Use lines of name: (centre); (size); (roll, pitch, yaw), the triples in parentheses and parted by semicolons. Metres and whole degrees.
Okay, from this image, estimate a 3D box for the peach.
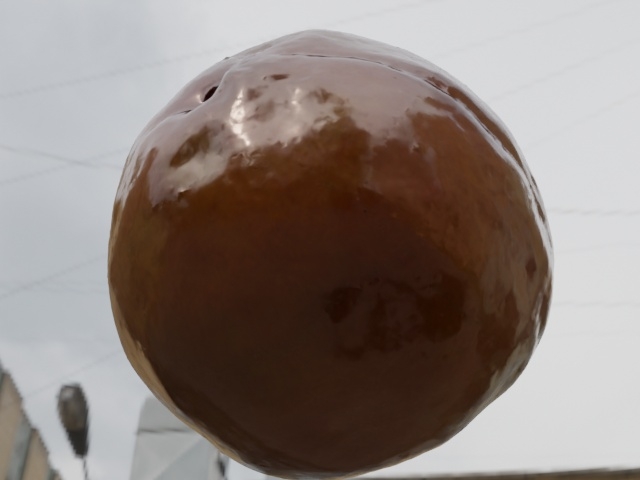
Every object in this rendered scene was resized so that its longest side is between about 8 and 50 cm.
peach: (0.000, 0.000, 0.947); (0.343, 0.342, 0.301); (-17, -67, 20)
